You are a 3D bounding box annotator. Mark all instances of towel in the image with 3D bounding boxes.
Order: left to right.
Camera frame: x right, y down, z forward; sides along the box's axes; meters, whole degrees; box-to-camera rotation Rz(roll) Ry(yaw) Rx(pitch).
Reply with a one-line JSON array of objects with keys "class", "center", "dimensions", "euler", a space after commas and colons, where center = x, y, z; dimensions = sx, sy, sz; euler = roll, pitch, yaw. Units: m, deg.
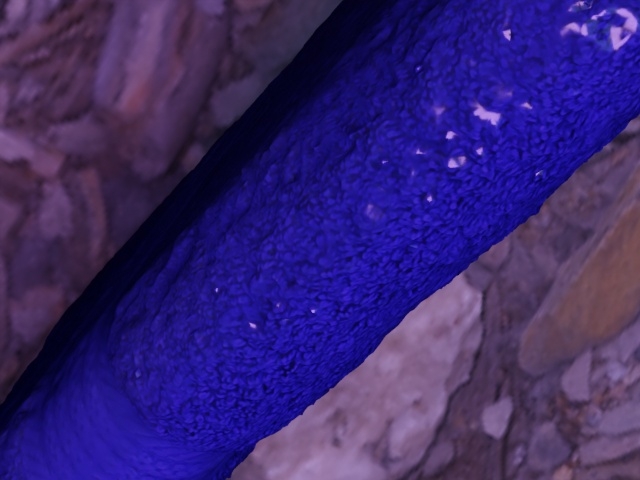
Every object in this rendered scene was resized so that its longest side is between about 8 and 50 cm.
[{"class": "towel", "center": [0.000, 0.000, 0.483], "dimensions": [0.076, 0.227, 0.308], "euler": [40, 122, -8]}]
